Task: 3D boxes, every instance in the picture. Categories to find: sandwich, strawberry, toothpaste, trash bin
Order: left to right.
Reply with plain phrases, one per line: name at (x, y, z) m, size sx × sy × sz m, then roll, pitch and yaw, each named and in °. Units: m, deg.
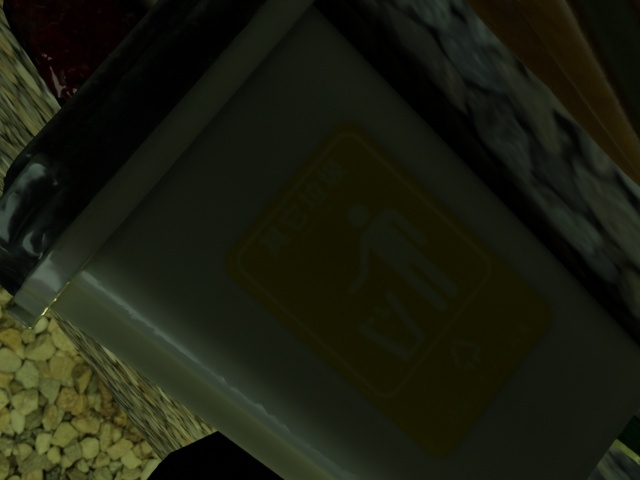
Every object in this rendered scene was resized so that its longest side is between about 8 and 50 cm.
strawberry at (-0.181, -0.158, 1.232) m, size 0.192 × 0.085 × 0.140 m, roll 63°, pitch -170°, yaw 29°
trash bin at (-0.006, 0.033, 0.974) m, size 0.367 × 0.256 × 0.296 m, roll 40°, pitch 164°, yaw -6°
sandwich at (0.100, -0.099, 0.611) m, size 0.163 × 0.079 × 0.113 m, roll 54°, pitch 166°, yaw -29°
toothpaste at (0.200, 0.126, 1.021) m, size 0.083 × 0.020 × 0.017 m, roll 39°, pitch 165°, yaw 31°

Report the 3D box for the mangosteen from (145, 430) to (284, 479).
mangosteen at (-0.012, 0.342, 1.567) m, size 0.381 × 0.381 × 0.421 m, roll 42°, pitch -158°, yaw 19°
